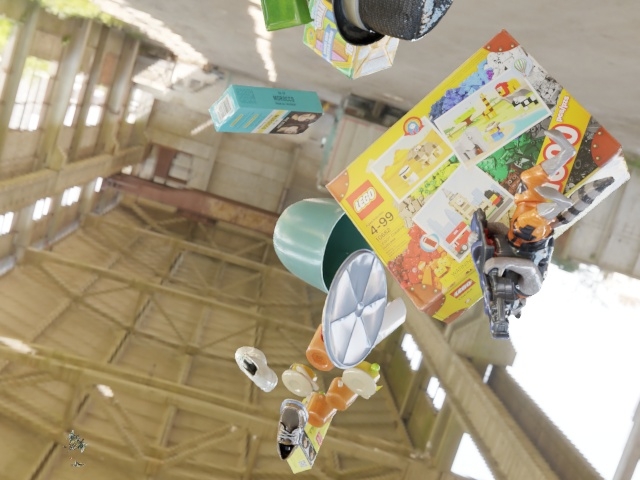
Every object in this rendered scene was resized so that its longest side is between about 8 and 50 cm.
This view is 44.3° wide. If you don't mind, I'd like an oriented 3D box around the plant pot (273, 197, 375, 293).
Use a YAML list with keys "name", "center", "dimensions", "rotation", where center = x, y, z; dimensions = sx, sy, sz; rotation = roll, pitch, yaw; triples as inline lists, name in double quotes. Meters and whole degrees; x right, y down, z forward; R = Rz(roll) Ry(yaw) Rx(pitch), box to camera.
- name: "plant pot"
  center: [0.000, 0.000, 2.407]
  dimensions: [0.235, 0.293, 0.293]
  rotation: [19, -173, 33]

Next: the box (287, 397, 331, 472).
- name: "box"
  center: [-0.035, 0.512, 2.099]
  dimensions: [0.058, 0.087, 0.232]
  rotation: [-21, -167, 21]

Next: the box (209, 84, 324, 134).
- name: "box"
  center: [-0.117, -0.287, 1.747]
  dimensions: [0.244, 0.060, 0.100]
  rotation: [-5, 158, -42]

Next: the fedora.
- name: "fedora"
  center: [0.166, -0.492, 1.441]
  dimensions: [0.152, 0.334, 0.334]
  rotation: [35, -166, 24]

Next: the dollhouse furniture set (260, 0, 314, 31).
- name: "dollhouse furniture set"
  center: [-0.102, -0.514, 1.619]
  dimensions: [0.301, 0.151, 0.197]
  rotation: [3, -156, 42]

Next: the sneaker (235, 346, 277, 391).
- name: "sneaker"
  center: [-0.207, 0.359, 2.306]
  dimensions: [0.094, 0.080, 0.212]
  rotation: [38, 177, -37]

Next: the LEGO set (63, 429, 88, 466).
- name: "LEGO set"
  center: [-0.552, 0.468, 1.774]
  dimensions: [0.054, 0.083, 0.023]
  rotation: [10, 179, -4]

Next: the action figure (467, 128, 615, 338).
- name: "action figure"
  center: [0.366, 0.024, 1.361]
  dimensions: [0.178, 0.330, 0.341]
  rotation: [9, -139, -3]

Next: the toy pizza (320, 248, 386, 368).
- name: "toy pizza"
  center: [0.052, 0.112, 1.301]
  dimensions: [0.032, 0.201, 0.201]
  rotation: [9, -178, 31]

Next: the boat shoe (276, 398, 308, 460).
- name: "boat shoe"
  center: [-0.068, 0.446, 1.835]
  dimensions: [0.066, 0.183, 0.066]
  rotation: [10, -140, 9]

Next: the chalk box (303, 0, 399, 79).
- name: "chalk box"
  center: [0.073, -0.631, 2.286]
  dimensions: [0.180, 0.179, 0.289]
  rotation: [-25, -125, -33]

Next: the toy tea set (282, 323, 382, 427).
- name: "toy tea set"
  center: [0.027, 0.327, 1.941]
  dimensions: [0.200, 0.336, 0.124]
  rotation: [39, -133, 1]

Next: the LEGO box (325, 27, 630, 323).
- name: "LEGO box"
  center: [0.327, -0.127, 1.669]
  dimensions: [0.372, 0.500, 0.193]
  rotation: [54, -168, 26]

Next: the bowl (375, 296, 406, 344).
- name: "bowl"
  center: [0.133, 0.203, 1.813]
  dimensions: [0.142, 0.142, 0.053]
  rotation: [-32, -102, -36]
